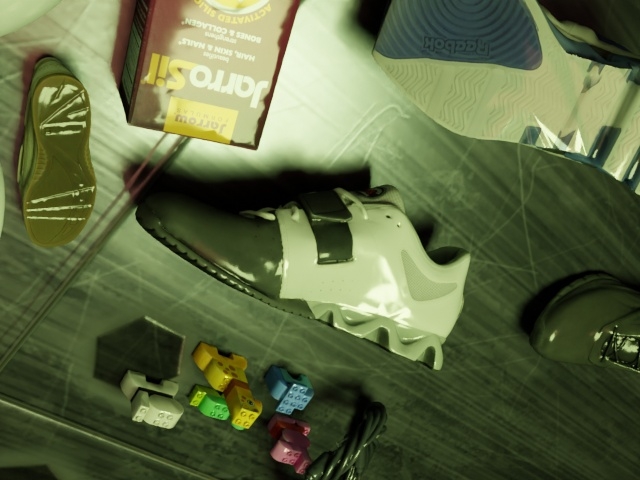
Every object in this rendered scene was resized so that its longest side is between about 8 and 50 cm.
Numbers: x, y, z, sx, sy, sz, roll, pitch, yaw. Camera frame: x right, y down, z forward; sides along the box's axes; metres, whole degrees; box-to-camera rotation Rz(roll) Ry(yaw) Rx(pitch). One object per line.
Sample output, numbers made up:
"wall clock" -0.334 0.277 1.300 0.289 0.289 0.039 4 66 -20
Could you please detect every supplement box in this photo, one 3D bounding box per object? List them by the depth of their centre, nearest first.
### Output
"supplement box" -0.077 -0.173 0.489 0.104 0.081 0.188 8 115 -24

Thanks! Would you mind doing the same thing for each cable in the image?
"cable" 0.023 0.255 0.761 0.150 0.047 0.184 -49 159 -21

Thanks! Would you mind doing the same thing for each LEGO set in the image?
"LEGO set" -0.077 0.174 0.677 0.227 0.093 0.087 24 107 -30

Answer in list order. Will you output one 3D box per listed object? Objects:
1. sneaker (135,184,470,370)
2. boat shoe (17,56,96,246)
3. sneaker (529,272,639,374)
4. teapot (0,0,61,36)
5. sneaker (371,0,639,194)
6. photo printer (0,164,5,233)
"sneaker" 0.000 0.000 0.610 0.331 0.122 0.146 24 90 -28
"boat shoe" -0.212 -0.066 0.529 0.056 0.048 0.153 -9 128 -30
"sneaker" 0.388 0.113 0.795 0.286 0.130 0.109 -2 120 -18
"teapot" -0.223 -0.217 0.349 0.253 0.187 0.256 4 115 -23
"sneaker" 0.198 -0.137 0.590 0.316 0.182 0.127 26 107 1
"photo printer" -0.373 -0.010 0.339 0.256 0.107 0.308 -22 161 34
